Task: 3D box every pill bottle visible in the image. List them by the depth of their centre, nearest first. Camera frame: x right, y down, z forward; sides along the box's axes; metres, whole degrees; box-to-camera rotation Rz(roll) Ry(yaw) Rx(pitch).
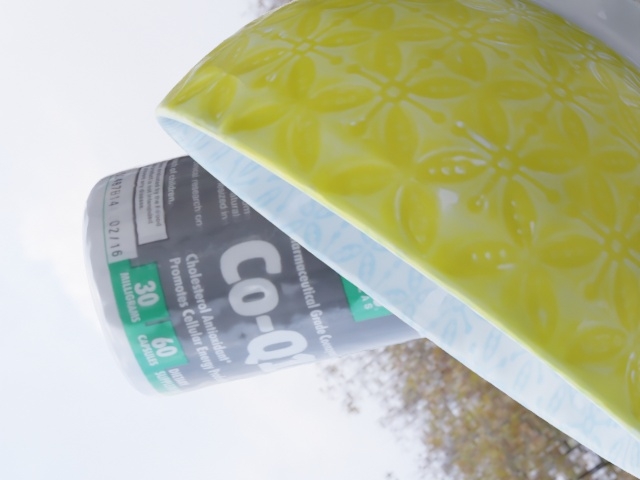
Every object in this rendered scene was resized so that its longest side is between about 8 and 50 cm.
[{"bbox_3d":[0.000,0.000,0.994,0.204,0.361,0.204,-14,-90,-83],"label":"pill bottle"}]

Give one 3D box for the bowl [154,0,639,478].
[{"bbox_3d":[0.084,-0.033,0.529,0.289,0.156,0.289,35,176,3],"label":"bowl"}]
